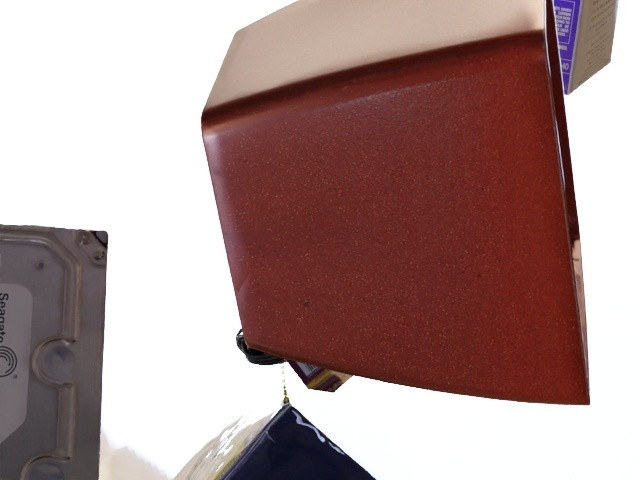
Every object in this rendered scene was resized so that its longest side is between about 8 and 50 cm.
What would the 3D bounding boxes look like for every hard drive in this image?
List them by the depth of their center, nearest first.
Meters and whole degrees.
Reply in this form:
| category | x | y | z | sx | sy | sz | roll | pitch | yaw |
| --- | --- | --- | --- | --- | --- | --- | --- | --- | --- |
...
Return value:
| category | x | y | z | sx | sy | sz | roll | pitch | yaw |
| --- | --- | --- | --- | --- | --- | --- | --- | --- | --- |
| hard drive | -0.344 | 0.098 | 1.492 | 0.339 | 0.236 | 0.064 | 4 | 167 | -12 |

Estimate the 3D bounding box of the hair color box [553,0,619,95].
| category | x | y | z | sx | sy | sz | roll | pitch | yaw |
| --- | --- | --- | --- | --- | --- | --- | --- | --- | --- |
| hair color box | 0.267 | -0.344 | 1.987 | 0.110 | 0.338 | 0.185 | 14 | -159 | 19 |

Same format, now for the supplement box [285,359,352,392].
| category | x | y | z | sx | sy | sz | roll | pitch | yaw |
| --- | --- | --- | --- | --- | --- | --- | --- | --- | --- |
| supplement box | 0.008 | 0.099 | 1.603 | 0.055 | 0.043 | 0.083 | -40 | 164 | 7 |

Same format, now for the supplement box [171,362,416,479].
| category | x | y | z | sx | sy | sz | roll | pitch | yaw |
| --- | --- | --- | --- | --- | --- | --- | --- | --- | --- |
| supplement box | -0.028 | 0.270 | 1.890 | 0.194 | 0.195 | 0.356 | -49 | -176 | 1 |

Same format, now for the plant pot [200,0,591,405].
| category | x | y | z | sx | sy | sz | roll | pitch | yaw |
| --- | --- | --- | --- | --- | --- | --- | --- | --- | --- |
| plant pot | 0.056 | -0.050 | 1.296 | 0.236 | 0.267 | 0.267 | -7 | -154 | 10 |

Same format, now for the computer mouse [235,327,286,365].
| category | x | y | z | sx | sy | sz | roll | pitch | yaw |
| --- | --- | --- | --- | --- | --- | --- | --- | --- | --- |
| computer mouse | 0.000 | 0.000 | 1.892 | 0.184 | 0.262 | 0.060 | 2 | 174 | 16 |
